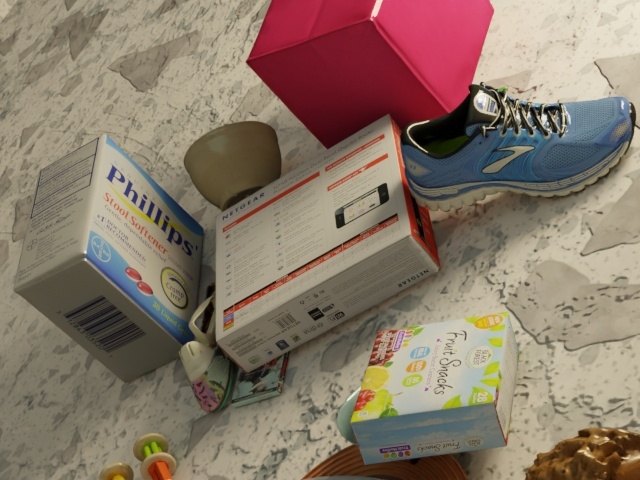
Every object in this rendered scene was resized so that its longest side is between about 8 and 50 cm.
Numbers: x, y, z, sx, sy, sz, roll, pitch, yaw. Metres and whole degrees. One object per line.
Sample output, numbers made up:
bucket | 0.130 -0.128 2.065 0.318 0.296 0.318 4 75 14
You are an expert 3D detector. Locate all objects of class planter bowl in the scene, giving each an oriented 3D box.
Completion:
planter bowl | -0.133 -0.106 2.256 0.162 0.162 0.109 -30 62 20

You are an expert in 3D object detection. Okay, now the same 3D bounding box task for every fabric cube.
fabric cube | 0.084 -0.324 2.155 0.259 0.254 0.258 -12 45 38

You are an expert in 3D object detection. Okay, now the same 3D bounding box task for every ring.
ring | 0.047 0.384 1.645 0.336 0.032 0.336 -27 37 23

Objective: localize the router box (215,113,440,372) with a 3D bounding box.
router box | 0.000 0.000 2.038 0.335 0.082 0.301 -29 35 19

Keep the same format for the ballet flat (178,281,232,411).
ballet flat | -0.169 0.155 2.065 0.077 0.079 0.221 -30 36 36

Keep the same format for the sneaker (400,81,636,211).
sneaker | 0.259 -0.138 1.853 0.330 0.147 0.130 -13 44 18

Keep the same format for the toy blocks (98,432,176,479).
toy blocks | -0.253 0.360 1.958 0.123 0.054 0.148 -41 34 6

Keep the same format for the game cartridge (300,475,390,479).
game cartridge | 0.046 0.371 1.585 0.297 0.062 0.198 2 59 46

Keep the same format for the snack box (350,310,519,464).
snack box | 0.142 0.174 1.644 0.174 0.070 0.207 -10 25 18

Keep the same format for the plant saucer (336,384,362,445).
plant saucer | 0.118 0.216 1.704 0.195 0.037 0.195 -15 23 6

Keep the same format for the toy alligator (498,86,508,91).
toy alligator | 0.229 -0.137 1.996 0.051 0.056 0.189 36 87 12

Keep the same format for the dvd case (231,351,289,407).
dvd case | -0.084 0.184 2.006 0.087 0.013 0.119 -19 42 32

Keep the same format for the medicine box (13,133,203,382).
medicine box | -0.330 0.027 2.203 0.149 0.263 0.289 -26 38 24

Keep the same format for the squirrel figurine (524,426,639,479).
squirrel figurine | 0.313 0.360 1.182 0.397 0.281 0.370 7 76 21
